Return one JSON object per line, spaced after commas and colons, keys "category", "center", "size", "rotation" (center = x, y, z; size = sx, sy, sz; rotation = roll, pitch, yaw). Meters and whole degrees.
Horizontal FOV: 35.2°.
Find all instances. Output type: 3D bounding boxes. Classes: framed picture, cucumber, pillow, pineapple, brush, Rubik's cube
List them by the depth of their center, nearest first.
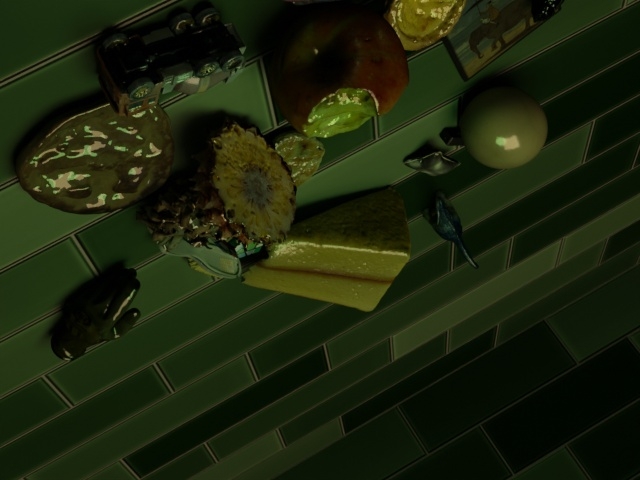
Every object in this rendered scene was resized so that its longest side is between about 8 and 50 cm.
{"category": "pineapple", "center": [-0.221, -0.070, 1.909], "size": [0.271, 0.263, 0.262], "rotation": [-22, 162, 33]}
{"category": "cucumber", "center": [0.482, -0.544, 1.969], "size": [0.072, 0.072, 0.300], "rotation": [-14, 142, -33]}
{"category": "framed picture", "center": [0.354, -0.475, 2.034], "size": [0.265, 0.016, 0.347], "rotation": [-36, 153, 6]}
{"category": "Rubik's cube", "center": [-0.169, -0.029, 2.088], "size": [0.111, 0.133, 0.133], "rotation": [-17, 164, 33]}
{"category": "brush", "center": [-0.272, 0.035, 2.155], "size": [0.060, 0.068, 0.297], "rotation": [-17, 159, 25]}
{"category": "pillow", "center": [0.264, -0.182, 2.374], "size": [0.091, 0.055, 0.135], "rotation": [-40, 151, 18]}

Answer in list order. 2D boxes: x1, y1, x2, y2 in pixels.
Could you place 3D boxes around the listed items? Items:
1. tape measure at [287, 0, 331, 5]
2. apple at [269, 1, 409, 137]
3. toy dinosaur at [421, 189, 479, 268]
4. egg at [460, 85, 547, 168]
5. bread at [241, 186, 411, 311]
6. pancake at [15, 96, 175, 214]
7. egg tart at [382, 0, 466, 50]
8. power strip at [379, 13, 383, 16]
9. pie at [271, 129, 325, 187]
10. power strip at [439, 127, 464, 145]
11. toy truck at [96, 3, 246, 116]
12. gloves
{"category": "tape measure", "center": [0.018, -0.470, 1.541], "size": [0.231, 0.149, 0.245], "rotation": [-19, 157, -33]}
{"category": "apple", "center": [0.040, -0.283, 1.753], "size": [0.246, 0.246, 0.226], "rotation": [-39, 158, 11]}
{"category": "toy dinosaur", "center": [0.324, -0.047, 2.575], "size": [0.076, 0.147, 0.363], "rotation": [-36, 146, 1]}
{"category": "egg", "center": [0.417, -0.254, 2.279], "size": [0.186, 0.186, 0.241], "rotation": [-47, 160, 25]}
{"category": "bread", "center": [0.000, 0.000, 2.347], "size": [0.361, 0.245, 0.233], "rotation": [10, 137, -21]}
{"category": "pancake", "center": [-0.378, -0.145, 1.742], "size": [0.294, 0.049, 0.294], "rotation": [-23, 149, -15]}
{"category": "egg tart", "center": [0.183, -0.434, 1.822], "size": [0.191, 0.074, 0.191], "rotation": [-21, 134, -24]}
{"category": "power strip", "center": [0.140, -0.403, 1.897], "size": [0.123, 0.032, 0.056], "rotation": [-18, 148, -26]}
{"category": "pie", "center": [-0.075, -0.157, 2.060], "size": [0.186, 0.041, 0.187], "rotation": [-25, 152, -15]}
{"category": "power strip", "center": [0.328, -0.244, 2.362], "size": [0.111, 0.038, 0.029], "rotation": [-7, 142, -42]}
{"category": "toy truck", "center": [-0.231, -0.279, 1.623], "size": [0.256, 0.108, 0.140], "rotation": [-24, 165, -24]}
{"category": "gloves", "center": [-0.462, 0.158, 2.083], "size": [0.268, 0.135, 0.107], "rotation": [-44, -167, 23]}
